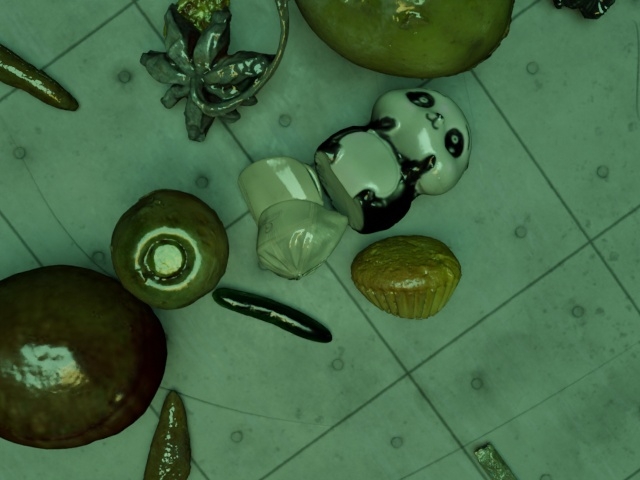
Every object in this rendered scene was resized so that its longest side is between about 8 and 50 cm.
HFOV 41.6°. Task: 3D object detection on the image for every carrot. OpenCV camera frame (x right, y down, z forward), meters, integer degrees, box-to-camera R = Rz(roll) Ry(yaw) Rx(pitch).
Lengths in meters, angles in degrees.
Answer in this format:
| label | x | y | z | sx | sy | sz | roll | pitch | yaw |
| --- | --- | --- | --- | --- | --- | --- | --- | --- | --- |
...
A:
| label | x | y | z | sx | sy | sz | roll | pitch | yaw |
| --- | --- | --- | --- | --- | --- | --- | --- | --- | --- |
| carrot | -0.293 | 0.010 | 1.664 | 0.224 | 0.340 | 0.224 | -1 | 97 | -6 |

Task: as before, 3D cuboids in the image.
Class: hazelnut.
| label | x | y | z | sx | sy | sz | roll | pitch | yaw |
| --- | --- | --- | --- | --- | --- | --- | --- | --- | --- |
| hazelnut | -0.508 | 0.235 | 1.655 | 0.421 | 0.421 | 0.352 | -22 | 78 | 0 |

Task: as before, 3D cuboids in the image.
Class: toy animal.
| label | x | y | z | sx | sy | sz | roll | pitch | yaw |
| --- | --- | --- | --- | --- | --- | --- | --- | --- | --- |
| toy animal | 0.160 | -0.175 | 1.730 | 0.310 | 0.251 | 0.250 | -29 | 96 | -10 |

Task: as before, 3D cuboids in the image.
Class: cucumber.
| label | x | y | z | sx | sy | sz | roll | pitch | yaw |
| --- | --- | --- | --- | --- | --- | --- | --- | --- | --- |
| cucumber | -0.100 | 0.160 | 1.826 | 0.284 | 0.056 | 0.056 | 22 | 94 | -9 |

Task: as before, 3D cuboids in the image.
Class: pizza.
| label | x | y | z | sx | sy | sz | roll | pitch | yaw |
| --- | --- | --- | --- | --- | --- | --- | --- | --- | --- |
| pizza | -0.241 | -0.465 | 1.767 | 0.134 | 0.046 | 0.175 | 41 | 92 | -5 |

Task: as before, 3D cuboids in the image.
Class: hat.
| label | x | y | z | sx | sy | sz | roll | pitch | yaw |
| --- | --- | --- | --- | --- | --- | --- | --- | --- | --- |
| hat | -0.084 | -0.048 | 1.724 | 0.220 | 0.164 | 0.226 | -27 | 114 | 34 |

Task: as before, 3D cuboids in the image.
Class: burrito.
| label | x | y | z | sx | sy | sz | roll | pitch | yaw |
| --- | --- | --- | --- | --- | --- | --- | --- | --- | --- |
| burrito | 0.404 | 0.524 | 1.886 | 0.051 | 0.042 | 0.171 | -38 | 97 | -9 |

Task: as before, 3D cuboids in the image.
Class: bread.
| label | x | y | z | sx | sy | sz | roll | pitch | yaw |
| --- | --- | --- | --- | --- | --- | --- | --- | --- | --- |
| bread | 0.176 | 0.076 | 1.746 | 0.240 | 0.240 | 0.139 | -4 | 107 | -2 |

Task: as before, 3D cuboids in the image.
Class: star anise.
| label | x | y | z | sx | sy | sz | roll | pitch | yaw |
| --- | --- | --- | --- | --- | --- | --- | --- | --- | --- |
| star anise | -0.229 | -0.349 | 1.684 | 0.316 | 0.139 | 0.359 | 16 | 121 | 9 |

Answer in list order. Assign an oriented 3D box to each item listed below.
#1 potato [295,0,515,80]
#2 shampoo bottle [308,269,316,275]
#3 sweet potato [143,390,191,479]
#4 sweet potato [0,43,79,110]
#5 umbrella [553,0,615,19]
| label | x | y | z | sx | sy | sz | roll | pitch | yaw |
| --- | --- | --- | --- | --- | --- | --- | --- | --- | --- |
| potato | 0.132 | -0.505 | 1.568 | 0.442 | 0.319 | 0.385 | 27 | 108 | 20 |
| shampoo bottle | 0.000 | 0.000 | 1.819 | 0.077 | 0.045 | 0.152 | 44 | 94 | -3 |
| sweet potato | -0.341 | 0.500 | 1.826 | 0.114 | 0.092 | 0.341 | 22 | 93 | 12 |
| sweet potato | -0.628 | -0.348 | 1.747 | 0.273 | 0.075 | 0.075 | 29 | 93 | -5 |
| umbrella | 0.487 | -0.601 | 1.738 | 0.336 | 0.154 | 0.128 | 47 | 52 | -6 |
